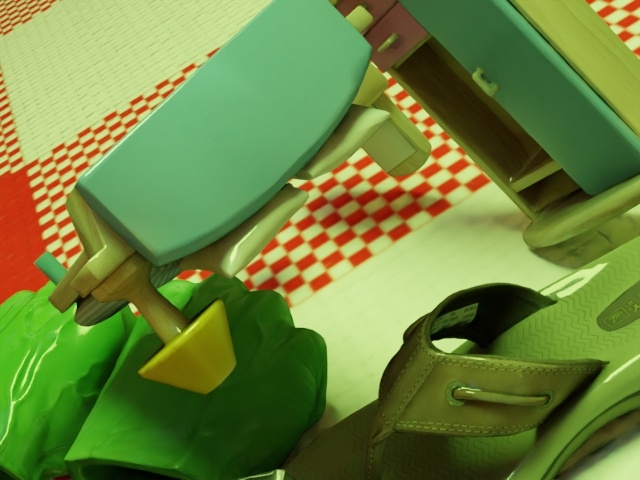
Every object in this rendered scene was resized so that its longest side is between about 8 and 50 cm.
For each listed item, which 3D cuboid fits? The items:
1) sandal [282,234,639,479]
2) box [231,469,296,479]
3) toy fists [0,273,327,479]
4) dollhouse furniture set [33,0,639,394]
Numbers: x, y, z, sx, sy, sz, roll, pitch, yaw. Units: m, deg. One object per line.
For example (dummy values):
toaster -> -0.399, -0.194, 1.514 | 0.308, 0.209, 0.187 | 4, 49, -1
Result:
sandal -> 0.089, 0.058, 0.558 | 0.303, 0.086, 0.120 | -36, 30, -4
box -> -0.146, 0.247, 0.454 | 0.322, 0.079, 0.257 | -17, 42, 21
toy fists -> -0.121, 0.091, 0.690 | 0.279, 0.096, 0.142 | -4, 47, 35
dollhouse furniture set -> 0.000, 0.000, 0.616 | 0.303, 0.198, 0.286 | -47, 5, -27
